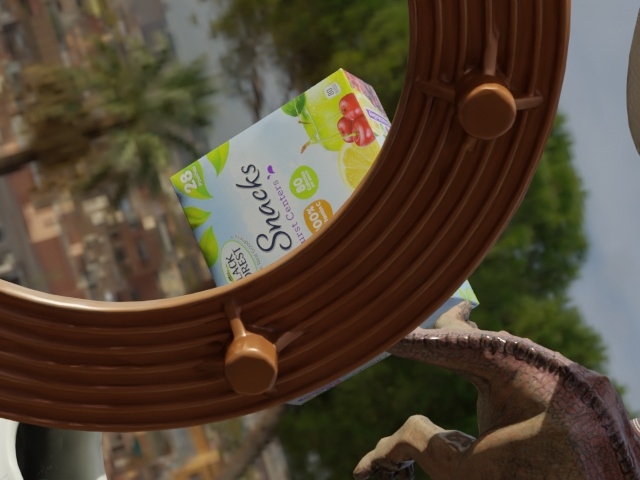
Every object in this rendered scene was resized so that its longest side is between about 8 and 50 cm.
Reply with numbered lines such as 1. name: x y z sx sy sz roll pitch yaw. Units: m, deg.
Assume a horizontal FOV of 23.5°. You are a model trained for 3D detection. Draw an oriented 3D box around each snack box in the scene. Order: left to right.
1. snack box: 0.000 0.000 1.212 0.070 0.174 0.207 19 44 -64

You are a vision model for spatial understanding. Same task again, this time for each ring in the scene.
1. ring: -0.075 -0.068 0.549 0.032 0.337 0.336 -95 171 -63

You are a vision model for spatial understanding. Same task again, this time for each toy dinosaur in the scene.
1. toy dinosaur: 0.134 0.132 0.794 0.200 0.127 0.295 7 -47 59

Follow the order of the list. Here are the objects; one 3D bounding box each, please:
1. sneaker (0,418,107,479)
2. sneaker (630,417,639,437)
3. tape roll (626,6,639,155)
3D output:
1. sneaker: -0.158 0.172 0.668 0.114 0.152 0.305 32 59 -57
2. sneaker: 0.251 0.247 1.083 0.106 0.162 0.281 -35 116 -77
3. tape roll: 0.312 -0.153 0.730 0.072 0.392 0.392 48 -17 32
